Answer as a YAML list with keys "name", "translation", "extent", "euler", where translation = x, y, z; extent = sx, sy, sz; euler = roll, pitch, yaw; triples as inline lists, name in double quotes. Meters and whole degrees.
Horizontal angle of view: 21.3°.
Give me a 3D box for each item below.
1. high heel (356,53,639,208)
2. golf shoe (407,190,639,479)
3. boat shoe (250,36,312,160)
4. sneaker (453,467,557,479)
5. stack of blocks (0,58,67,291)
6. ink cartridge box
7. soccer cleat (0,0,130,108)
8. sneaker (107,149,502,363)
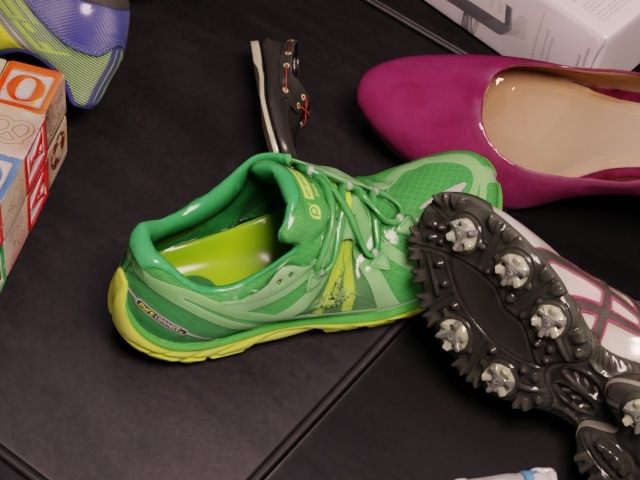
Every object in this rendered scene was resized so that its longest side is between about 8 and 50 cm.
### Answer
- name: "high heel"
  translation: [0.214, -0.096, 1.221]
  extent: [0.377, 0.181, 0.127]
  euler: [12, 65, 2]
- name: "golf shoe"
  translation: [0.173, 0.069, 1.145]
  extent: [0.273, 0.105, 0.120]
  euler: [46, 36, 8]
- name: "boat shoe"
  translation: [-0.028, -0.106, 1.294]
  extent: [0.042, 0.049, 0.133]
  euler: [-6, 48, -2]
- name: "sneaker"
  translation: [0.106, 0.222, 1.044]
  extent: [0.083, 0.071, 0.191]
  euler: [2, 43, 3]
- name: "stack of blocks"
  translation: [-0.347, -0.067, 1.200]
  extent: [0.297, 0.087, 0.171]
  euler: [14, 51, 5]
- name: "ink cartridge box"
  translation: [0.184, -0.229, 1.391]
  extent: [0.218, 0.092, 0.158]
  euler: [40, 57, 21]
- name: "soccer cleat"
  translation: [-0.275, -0.176, 1.295]
  extent: [0.289, 0.121, 0.093]
  euler: [18, 11, 25]
- name: "sneaker"
  translation: [0.000, 0.000, 1.163]
  extent: [0.295, 0.123, 0.109]
  euler: [-18, 60, -19]
